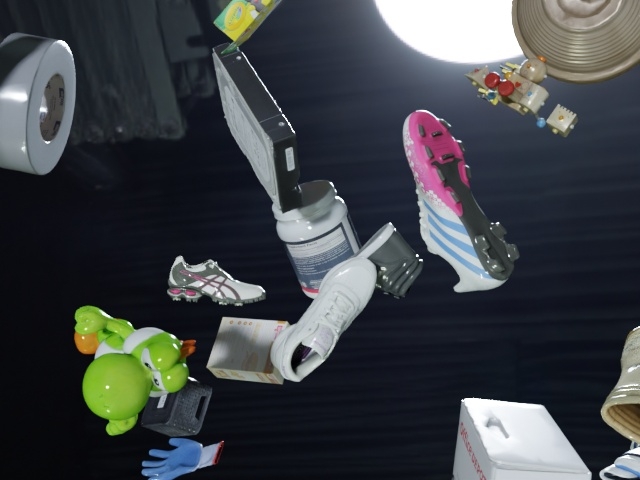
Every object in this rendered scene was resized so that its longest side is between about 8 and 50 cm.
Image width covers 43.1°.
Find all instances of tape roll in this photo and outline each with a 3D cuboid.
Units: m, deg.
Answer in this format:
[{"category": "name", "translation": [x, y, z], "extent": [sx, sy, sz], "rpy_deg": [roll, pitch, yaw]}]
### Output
[{"category": "tape roll", "translation": [-0.466, -0.219, 1.308], "extent": [0.219, 0.072, 0.219], "rpy_deg": [-170, 90, -89]}]

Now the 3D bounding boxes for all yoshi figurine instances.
[{"category": "yoshi figurine", "translation": [-0.358, 0.225, 1.410], "extent": [0.204, 0.362, 0.203], "rpy_deg": [32, -109, -24]}]

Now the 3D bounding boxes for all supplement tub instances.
[{"category": "supplement tub", "translation": [0.000, 0.000, 2.120], "extent": [0.191, 0.191, 0.272], "rpy_deg": [-67, -40, -57]}]

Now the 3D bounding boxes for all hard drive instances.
[{"category": "hard drive", "translation": [-0.142, -0.252, 1.805], "extent": [0.236, 0.064, 0.339], "rpy_deg": [86, 158, -53]}]

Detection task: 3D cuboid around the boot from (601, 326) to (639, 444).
[{"category": "boot", "translation": [0.516, 0.209, 1.058], "extent": [0.203, 0.262, 0.095], "rpy_deg": [-38, -45, -51]}]

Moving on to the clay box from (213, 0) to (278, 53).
[{"category": "clay box", "translation": [-0.099, -0.408, 1.353], "extent": [0.053, 0.222, 0.127], "rpy_deg": [44, -167, -8]}]

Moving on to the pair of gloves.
[{"category": "pair of gloves", "translation": [-0.252, 0.416, 1.386], "extent": [0.198, 0.159, 0.023], "rpy_deg": [-75, -35, -50]}]

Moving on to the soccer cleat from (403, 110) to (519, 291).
[{"category": "soccer cleat", "translation": [0.208, -0.057, 1.401], "extent": [0.116, 0.143, 0.331], "rpy_deg": [-26, -93, -42]}]

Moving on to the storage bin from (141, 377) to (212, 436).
[{"category": "storage bin", "translation": [-0.350, 0.401, 1.959], "extent": [0.084, 0.180, 0.122], "rpy_deg": [28, -117, -25]}]

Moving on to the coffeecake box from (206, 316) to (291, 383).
[{"category": "coffeecake box", "translation": [-0.171, 0.273, 2.024], "extent": [0.068, 0.186, 0.142], "rpy_deg": [59, -141, -51]}]

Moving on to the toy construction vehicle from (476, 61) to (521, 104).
[{"category": "toy construction vehicle", "translation": [0.363, -0.300, 1.568], "extent": [0.085, 0.098, 0.035], "rpy_deg": [-59, -22, 1]}]

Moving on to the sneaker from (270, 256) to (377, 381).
[{"category": "sneaker", "translation": [0.023, 0.172, 1.687], "extent": [0.114, 0.305, 0.152], "rpy_deg": [37, -178, -17]}]

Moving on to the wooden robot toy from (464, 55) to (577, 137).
[{"category": "wooden robot toy", "translation": [0.273, -0.210, 1.066], "extent": [0.079, 0.173, 0.076], "rpy_deg": [-54, -39, 6]}]

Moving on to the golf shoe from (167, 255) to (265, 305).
[{"category": "golf shoe", "translation": [-0.282, 0.116, 2.238], "extent": [0.105, 0.273, 0.120], "rpy_deg": [-170, 87, -81]}]

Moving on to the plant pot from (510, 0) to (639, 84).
[{"category": "plant pot", "translation": [0.402, -0.364, 1.227], "extent": [0.110, 0.238, 0.237], "rpy_deg": [2, -95, -67]}]

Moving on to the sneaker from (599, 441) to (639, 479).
[{"category": "sneaker", "translation": [0.774, 0.531, 1.973], "extent": [0.323, 0.236, 0.130], "rpy_deg": [-121, 35, -73]}]

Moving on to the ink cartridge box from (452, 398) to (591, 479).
[{"category": "ink cartridge box", "translation": [0.327, 0.515, 1.421], "extent": [0.285, 0.166, 0.394], "rpy_deg": [-96, 10, -79]}]

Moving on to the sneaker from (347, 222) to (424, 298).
[{"category": "sneaker", "translation": [0.116, 0.096, 1.834], "extent": [0.147, 0.296, 0.104], "rpy_deg": [42, -139, -4]}]
